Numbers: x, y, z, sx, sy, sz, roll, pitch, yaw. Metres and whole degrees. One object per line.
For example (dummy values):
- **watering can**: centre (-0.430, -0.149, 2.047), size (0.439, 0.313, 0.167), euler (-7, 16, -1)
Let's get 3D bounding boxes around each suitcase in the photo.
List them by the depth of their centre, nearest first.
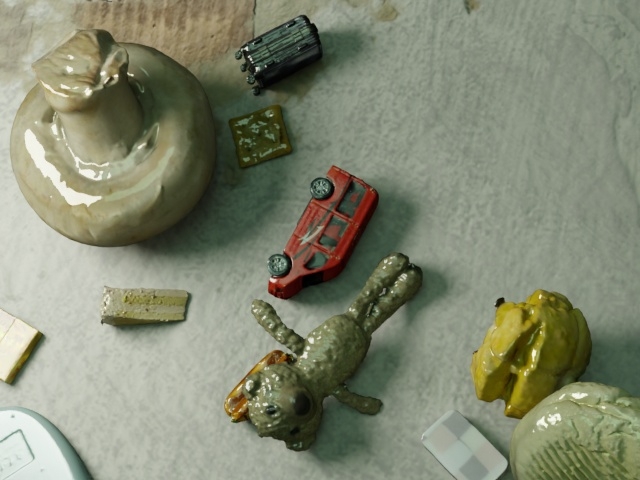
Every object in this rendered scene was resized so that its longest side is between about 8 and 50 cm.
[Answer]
- **suitcase**: centre (-0.057, -0.271, 1.728), size (0.126, 0.086, 0.059), euler (-28, 82, 0)

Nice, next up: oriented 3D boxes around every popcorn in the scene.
- **popcorn**: centre (0.260, 0.144, 1.482), size (0.167, 0.148, 0.152), euler (-41, 45, -17)

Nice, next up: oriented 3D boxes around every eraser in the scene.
- **eraser**: centre (0.184, 0.271, 1.509), size (0.065, 0.026, 0.105), euler (-43, 68, -4)

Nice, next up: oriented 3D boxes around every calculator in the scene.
- **calculator**: centre (-0.389, 0.357, 1.574), size (0.185, 0.041, 0.299), euler (-32, 66, -2)

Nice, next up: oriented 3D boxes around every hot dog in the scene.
- **hot dog**: centre (-0.080, 0.195, 1.584), size (0.122, 0.037, 0.049), euler (-44, 57, -13)

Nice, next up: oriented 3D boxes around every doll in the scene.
- **doll**: centre (0.026, 0.148, 1.553), size (0.286, 0.091, 0.202), euler (-21, 99, -22)

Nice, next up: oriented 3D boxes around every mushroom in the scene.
- **mushroom**: centre (-0.294, -0.145, 1.611), size (0.298, 0.290, 0.297), euler (-4, 68, 10)

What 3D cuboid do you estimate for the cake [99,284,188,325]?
- **cake**: centre (-0.245, 0.091, 1.643), size (0.121, 0.065, 0.052), euler (-3, 72, 2)

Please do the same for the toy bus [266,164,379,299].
- **toy bus**: centre (0.000, 0.000, 1.619), size (0.089, 0.081, 0.195), euler (27, 75, 9)

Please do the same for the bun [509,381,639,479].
- **bun**: centre (0.335, 0.252, 1.407), size (0.220, 0.220, 0.134), euler (17, 37, 16)

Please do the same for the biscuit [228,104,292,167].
- **biscuit**: centre (-0.088, -0.153, 1.724), size (0.081, 0.018, 0.083), euler (-17, 67, 5)

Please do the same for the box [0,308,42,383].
- **box**: centre (-0.480, 0.131, 1.686), size (0.156, 0.022, 0.089), euler (28, 77, 19)
